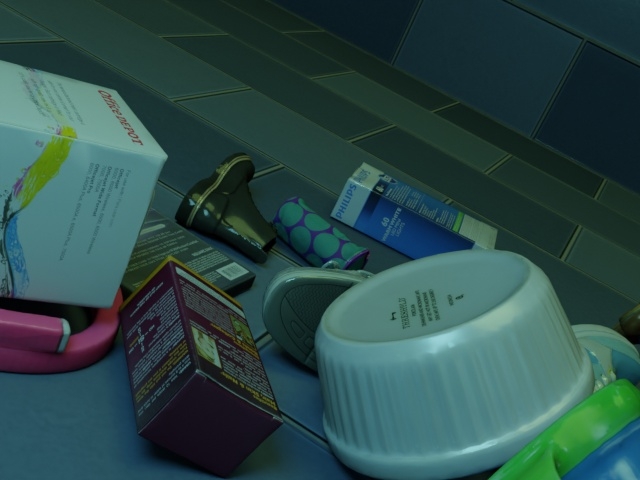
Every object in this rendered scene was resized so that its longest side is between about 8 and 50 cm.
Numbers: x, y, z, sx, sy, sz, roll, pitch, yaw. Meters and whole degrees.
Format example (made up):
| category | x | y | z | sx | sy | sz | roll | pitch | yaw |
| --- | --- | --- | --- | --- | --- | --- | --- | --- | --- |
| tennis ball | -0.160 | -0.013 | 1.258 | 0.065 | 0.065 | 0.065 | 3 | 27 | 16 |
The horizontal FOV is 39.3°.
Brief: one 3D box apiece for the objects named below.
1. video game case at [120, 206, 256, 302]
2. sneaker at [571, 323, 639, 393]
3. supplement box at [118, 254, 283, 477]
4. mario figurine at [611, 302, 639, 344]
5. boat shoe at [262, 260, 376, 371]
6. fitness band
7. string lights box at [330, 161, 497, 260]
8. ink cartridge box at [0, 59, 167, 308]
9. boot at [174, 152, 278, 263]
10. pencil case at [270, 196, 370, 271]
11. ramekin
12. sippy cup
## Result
| category | x | y | z | sx | sy | sz | roll | pitch | yaw |
| --- | --- | --- | --- | --- | --- | --- | --- | --- | --- |
| video game case | -0.235 | 0.001 | 1.070 | 0.274 | 0.026 | 0.196 | 31 | 22 | 16 |
| sneaker | 0.307 | 0.203 | 1.061 | 0.318 | 0.127 | 0.208 | 0 | 30 | -30 |
| supplement box | -0.116 | 0.112 | 0.830 | 0.104 | 0.081 | 0.188 | 38 | 13 | -32 |
| mario figurine | 0.502 | 0.229 | 1.177 | 0.321 | 0.170 | 0.198 | 51 | 31 | 21 |
| boat shoe | 0.057 | 0.096 | 1.056 | 0.320 | 0.118 | 0.103 | 14 | 14 | -35 |
| fitness band | -0.328 | 0.037 | 0.849 | 0.290 | 0.054 | 0.209 | 15 | 24 | -28 |
| string lights box | 0.159 | -0.030 | 1.485 | 0.259 | 0.077 | 0.133 | 27 | 21 | 5 |
| ink cartridge box | -0.292 | -0.059 | 0.817 | 0.232 | 0.168 | 0.171 | 10 | 24 | -34 |
| boot | -0.103 | -0.041 | 1.258 | 0.137 | 0.077 | 0.198 | 31 | 35 | 4 |
| pencil case | 0.000 | 0.000 | 1.266 | 0.070 | 0.065 | 0.151 | -23 | 50 | -41 |
| ramekin | 0.119 | 0.107 | 0.876 | 0.272 | 0.127 | 0.273 | -16 | 16 | 5 |
| sippy cup | 0.242 | 0.272 | 0.727 | 0.305 | 0.240 | 0.224 | -14 | 55 | -45 |
